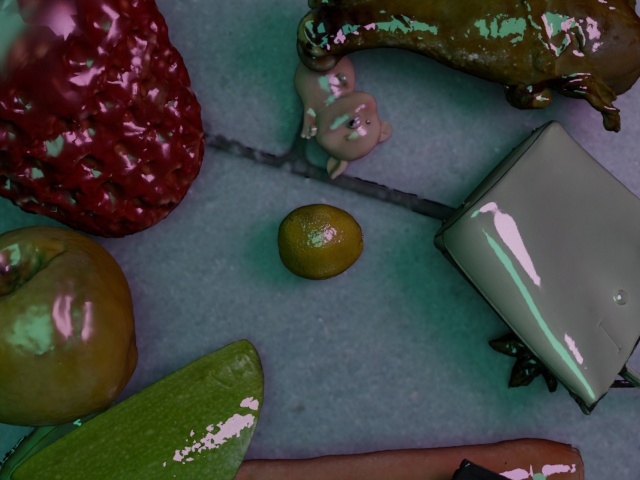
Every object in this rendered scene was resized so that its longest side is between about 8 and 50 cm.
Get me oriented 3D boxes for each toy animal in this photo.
[{"bbox_3d":[0.020,-0.151,1.036,0.083,0.089,0.150,-21,91,20],"label":"toy animal"}]

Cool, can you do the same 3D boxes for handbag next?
[{"bbox_3d":[0.289,0.038,0.980,0.315,0.109,0.241,44,65,5],"label":"handbag"}]

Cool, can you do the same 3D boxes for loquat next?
[{"bbox_3d":[-0.288,0.089,0.965,0.213,0.213,0.213,0,88,1],"label":"loquat"}]

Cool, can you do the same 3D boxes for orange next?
[{"bbox_3d":[0.000,0.000,1.022,0.095,0.085,0.085,-7,88,-7],"label":"orange"}]

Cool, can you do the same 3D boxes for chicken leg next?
[{"bbox_3d":[0.170,-0.246,0.980,0.361,0.140,0.212,14,62,-2],"label":"chicken leg"}]

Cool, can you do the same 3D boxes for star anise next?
[{"bbox_3d":[0.280,0.128,1.024,0.190,0.070,0.097,12,86,-1],"label":"star anise"}]

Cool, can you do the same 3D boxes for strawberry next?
[{"bbox_3d":[-0.262,-0.154,0.949,0.345,0.295,0.317,44,52,-14],"label":"strawberry"}]

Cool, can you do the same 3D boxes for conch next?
[{"bbox_3d":[-0.288,0.237,1.025,0.105,0.079,0.170,29,74,-9],"label":"conch"}]

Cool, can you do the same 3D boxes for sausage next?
[{"bbox_3d":[0.073,0.268,1.006,0.418,0.094,0.094,-4,127,0],"label":"sausage"}]

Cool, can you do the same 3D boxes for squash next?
[{"bbox_3d":[-0.158,0.262,0.986,0.288,0.111,0.203,-26,125,-28],"label":"squash"}]

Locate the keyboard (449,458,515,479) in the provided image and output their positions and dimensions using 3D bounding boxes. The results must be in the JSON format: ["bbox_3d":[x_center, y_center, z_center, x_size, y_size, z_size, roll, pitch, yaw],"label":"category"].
[{"bbox_3d":[0.251,0.320,0.979,0.317,0.027,0.106,26,103,-18],"label":"keyboard"}]
